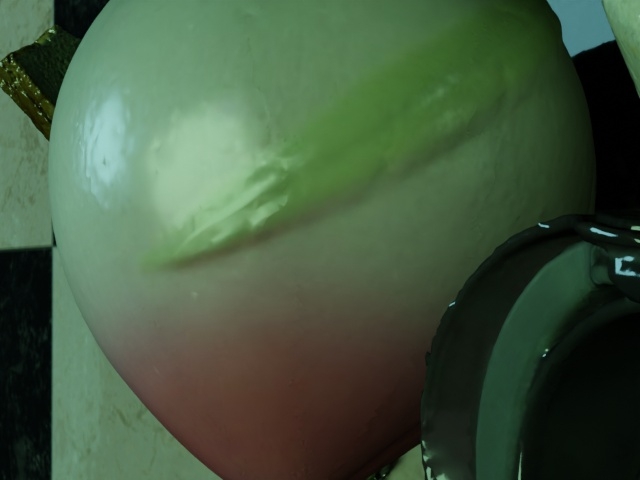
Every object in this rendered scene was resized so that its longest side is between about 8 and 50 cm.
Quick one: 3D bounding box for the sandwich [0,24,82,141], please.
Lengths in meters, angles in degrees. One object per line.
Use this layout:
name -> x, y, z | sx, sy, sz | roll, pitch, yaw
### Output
sandwich -> -0.208, -0.123, 1.150 | 0.036, 0.093, 0.105 | -32, 98, 41

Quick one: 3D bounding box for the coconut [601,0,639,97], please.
coconut -> 0.245, -0.100, 0.543 | 0.245, 0.247, 0.245 | -13, 60, 23

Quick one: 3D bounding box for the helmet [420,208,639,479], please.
helmet -> 0.173, 0.103, 0.497 | 0.305, 0.177, 0.225 | -135, 45, -63

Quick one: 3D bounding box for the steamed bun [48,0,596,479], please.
steamed bun -> 0.000, 0.000, 0.736 | 0.309, 0.309, 0.309 | -3, 86, 47

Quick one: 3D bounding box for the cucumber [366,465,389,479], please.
cucumber -> -0.019, 0.055, 0.938 | 0.067, 0.067, 0.245 | -36, 65, 41
